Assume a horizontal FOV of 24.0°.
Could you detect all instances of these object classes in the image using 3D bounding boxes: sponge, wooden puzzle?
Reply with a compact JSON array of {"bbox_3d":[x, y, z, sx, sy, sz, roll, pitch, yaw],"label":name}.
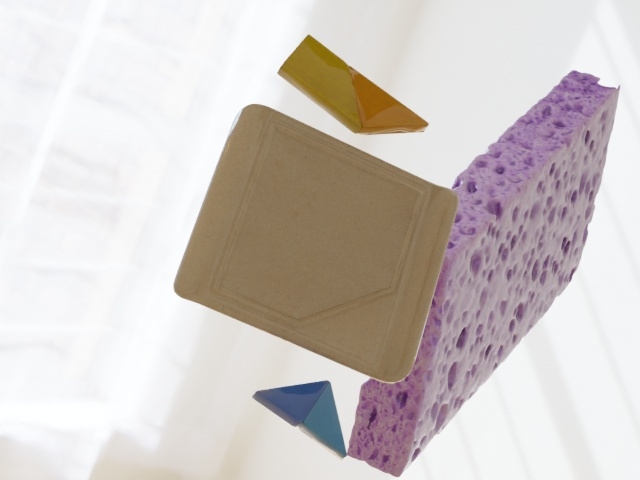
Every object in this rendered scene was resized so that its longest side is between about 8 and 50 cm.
[{"bbox_3d":[0.082,0.008,0.701,0.031,0.117,0.210,22,34,21],"label":"sponge"},{"bbox_3d":[0.000,0.000,0.441,0.078,0.116,0.014,28,-28,-5],"label":"wooden puzzle"}]
